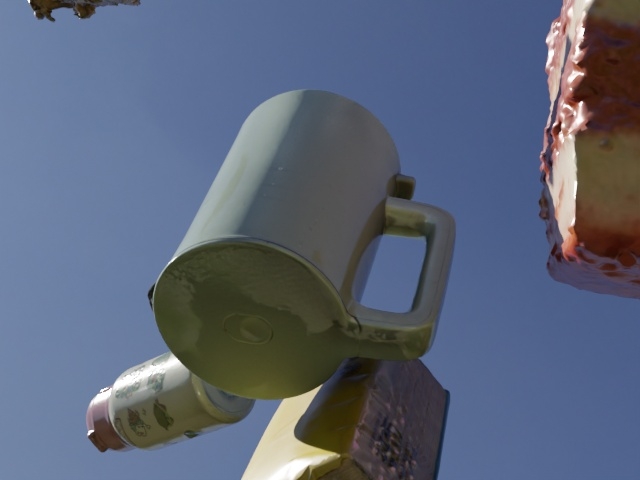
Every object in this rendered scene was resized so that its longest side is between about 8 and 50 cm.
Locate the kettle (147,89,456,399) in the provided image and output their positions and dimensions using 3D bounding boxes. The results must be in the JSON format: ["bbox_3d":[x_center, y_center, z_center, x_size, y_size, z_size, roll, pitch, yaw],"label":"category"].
[{"bbox_3d":[-0.011,0.009,1.016,0.265,0.318,0.205,33,-56,-8],"label":"kettle"}]

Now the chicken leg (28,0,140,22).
[{"bbox_3d":[-0.319,-0.351,1.296,0.207,0.085,0.101,-14,-2,35],"label":"chicken leg"}]

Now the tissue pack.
[{"bbox_3d":[0.018,0.224,0.947,0.192,0.271,0.134,-40,-83,22],"label":"tissue pack"}]

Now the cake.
[{"bbox_3d":[0.336,-0.101,0.836,0.269,0.320,0.270,9,-12,8],"label":"cake"}]

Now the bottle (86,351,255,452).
[{"bbox_3d":[-0.209,0.212,1.243,0.253,0.120,0.120,-23,-47,35],"label":"bottle"}]
